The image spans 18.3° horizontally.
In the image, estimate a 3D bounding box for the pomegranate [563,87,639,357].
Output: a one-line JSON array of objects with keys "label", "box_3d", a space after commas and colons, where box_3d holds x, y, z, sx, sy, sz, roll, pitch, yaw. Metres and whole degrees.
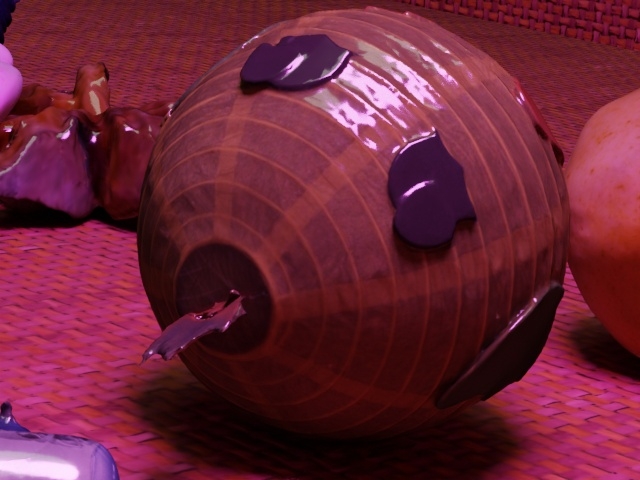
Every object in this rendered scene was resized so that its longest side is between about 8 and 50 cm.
[{"label": "pomegranate", "box_3d": [0.272, -0.013, 1.323, 0.233, 0.233, 0.233, 6, 13, -1]}]

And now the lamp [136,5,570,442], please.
[{"label": "lamp", "box_3d": [0.000, 0.000, 1.093, 0.250, 0.250, 0.284, 15, 29, 34]}]

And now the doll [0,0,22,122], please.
[{"label": "doll", "box_3d": [-0.359, -0.134, 1.495, 0.284, 0.240, 0.310, -26, 13, -7]}]

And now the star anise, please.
[{"label": "star anise", "box_3d": [-0.181, -0.083, 1.644, 0.292, 0.109, 0.349, 15, 15, 15]}]

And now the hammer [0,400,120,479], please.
[{"label": "hammer", "box_3d": [-0.155, 0.112, 0.948, 0.116, 0.069, 0.194, 3, 5, -8]}]
